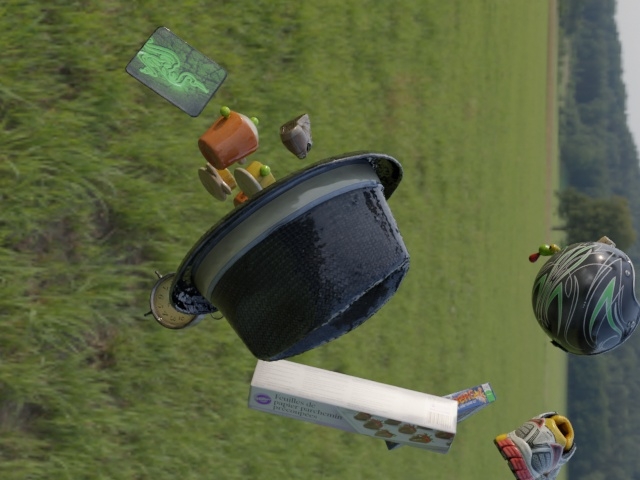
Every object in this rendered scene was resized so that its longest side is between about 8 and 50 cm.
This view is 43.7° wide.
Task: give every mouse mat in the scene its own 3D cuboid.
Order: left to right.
[{"bbox_3d":[-0.318,-0.377,1.781,0.153,0.189,0.007,-60,-171,-26],"label":"mouse mat"}]

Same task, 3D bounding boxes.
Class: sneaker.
[{"bbox_3d":[-0.050,-0.224,1.743,0.071,0.066,0.188,63,16,-15],"label":"sneaker"},{"bbox_3d":[0.312,0.286,1.097,0.088,0.092,0.225,60,13,21],"label":"sneaker"}]

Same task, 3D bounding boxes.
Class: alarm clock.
[{"bbox_3d":[-0.299,0.142,1.805,0.064,0.192,0.130,24,80,-71],"label":"alarm clock"}]

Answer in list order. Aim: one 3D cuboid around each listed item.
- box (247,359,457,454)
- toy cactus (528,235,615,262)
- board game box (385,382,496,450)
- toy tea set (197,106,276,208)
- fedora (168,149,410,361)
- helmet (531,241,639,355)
[{"bbox_3d":[0.051,0.256,1.247,0.067,0.323,0.063,-76,177,-47],"label":"box"},{"bbox_3d":[0.622,0.063,1.906,0.180,0.219,0.112,-51,150,16],"label":"toy cactus"},{"bbox_3d":[0.215,0.326,1.467,0.035,0.136,0.201,68,-30,22],"label":"board game box"},{"bbox_3d":[-0.148,-0.132,1.625,0.124,0.200,0.336,-41,172,-20],"label":"toy tea set"},{"bbox_3d":[-0.013,0.040,0.981,0.153,0.334,0.334,57,6,18],"label":"fedora"},{"bbox_3d":[0.425,0.088,1.291,0.162,0.169,0.169,62,30,-32],"label":"helmet"}]
